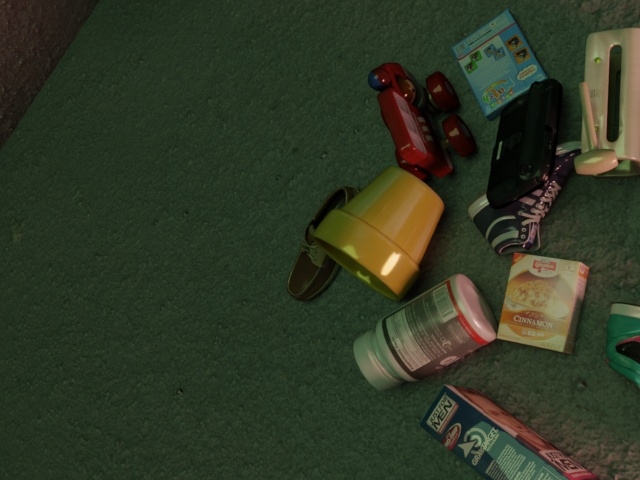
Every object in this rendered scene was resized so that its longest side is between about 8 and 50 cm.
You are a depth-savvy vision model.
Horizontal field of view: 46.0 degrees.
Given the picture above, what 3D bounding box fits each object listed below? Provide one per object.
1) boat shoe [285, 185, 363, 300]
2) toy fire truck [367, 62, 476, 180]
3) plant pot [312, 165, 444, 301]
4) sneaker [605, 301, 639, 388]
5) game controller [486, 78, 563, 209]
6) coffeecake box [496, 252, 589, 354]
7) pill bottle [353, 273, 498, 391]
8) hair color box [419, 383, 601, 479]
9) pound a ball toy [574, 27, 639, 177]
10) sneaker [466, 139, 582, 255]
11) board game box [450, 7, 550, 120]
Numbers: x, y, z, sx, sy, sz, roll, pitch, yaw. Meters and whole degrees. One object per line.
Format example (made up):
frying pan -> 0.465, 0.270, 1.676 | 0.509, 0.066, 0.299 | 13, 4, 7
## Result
boat shoe -> 0.000, 0.000, 1.871 | 0.123, 0.116, 0.324 | 34, 97, 35
toy fire truck -> 0.208, -0.286, 1.720 | 0.169, 0.254, 0.302 | -28, 64, 25
plant pot -> 0.149, -0.027, 1.717 | 0.254, 0.254, 0.239 | 32, 80, 35
sneaker -> 0.650, 0.228, 1.365 | 0.296, 0.124, 0.178 | 13, 80, 43
game controller -> 0.427, -0.205, 1.583 | 0.166, 0.067, 0.319 | -45, 20, 50
coffeecake box -> 0.459, 0.129, 1.557 | 0.142, 0.068, 0.185 | 8, 82, 36
pill bottle -> 0.224, 0.207, 1.639 | 0.283, 0.161, 0.161 | -34, 61, 23
hair color box -> 0.381, 0.422, 1.469 | 0.347, 0.174, 0.105 | 34, 97, 35
pound a ball toy -> 0.588, -0.260, 1.484 | 0.136, 0.208, 0.319 | 0, 77, 27
sneaker -> 0.459, -0.079, 1.593 | 0.282, 0.099, 0.153 | -36, 59, 25
board game box -> 0.413, -0.406, 1.745 | 0.160, 0.039, 0.211 | -32, 61, 24
